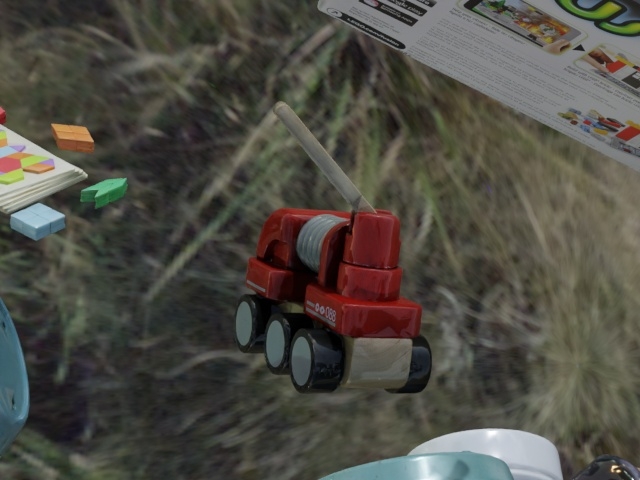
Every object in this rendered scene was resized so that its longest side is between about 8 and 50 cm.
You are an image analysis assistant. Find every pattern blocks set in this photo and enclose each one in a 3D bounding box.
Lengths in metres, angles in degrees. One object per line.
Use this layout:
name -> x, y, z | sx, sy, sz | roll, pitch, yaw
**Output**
pattern blocks set -> -0.395, -0.093, 1.777 | 0.325, 0.285, 0.026 | 18, 122, 23

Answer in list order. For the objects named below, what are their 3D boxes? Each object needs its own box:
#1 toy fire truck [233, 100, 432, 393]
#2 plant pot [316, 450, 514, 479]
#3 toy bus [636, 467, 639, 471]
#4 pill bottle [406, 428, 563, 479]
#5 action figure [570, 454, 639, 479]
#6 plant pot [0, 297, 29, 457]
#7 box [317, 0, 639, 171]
toy fire truck -> 0.000, 0.000, 1.325 | 0.158, 0.217, 0.246 | 3, 99, -24
plant pot -> 0.075, 0.275, 1.092 | 0.293, 0.293, 0.196 | -13, 65, 9
toy bus -> 0.259, 0.214, 1.068 | 0.104, 0.202, 0.191 | -28, 100, 11
pill bottle -> 0.181, 0.411, 1.485 | 0.229, 0.229, 0.407 | -8, 57, 9
action figure -> 0.196, 0.145, 0.518 | 0.185, 0.285, 0.099 | 34, 99, 53
plant pot -> -0.378, 0.129, 1.320 | 0.195, 0.290, 0.290 | -15, 83, 2
box -> 0.111, -0.060, 0.476 | 0.207, 0.114, 0.036 | 25, 75, -11
